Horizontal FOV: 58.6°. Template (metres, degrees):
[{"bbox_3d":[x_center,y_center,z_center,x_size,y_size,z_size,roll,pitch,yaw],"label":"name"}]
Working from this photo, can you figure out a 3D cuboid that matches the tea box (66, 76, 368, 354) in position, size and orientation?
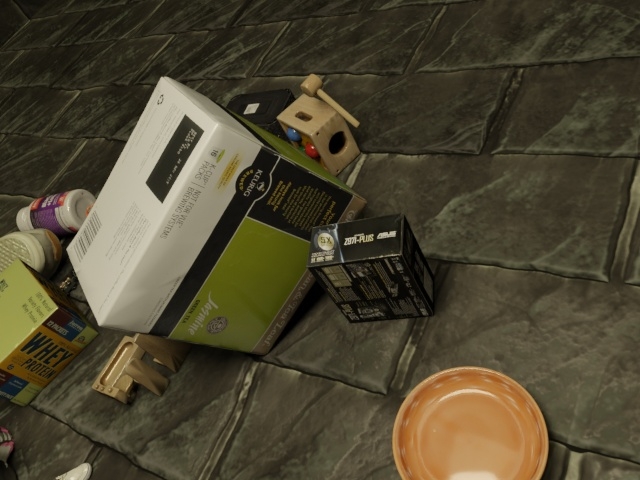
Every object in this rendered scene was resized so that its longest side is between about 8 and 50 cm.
[{"bbox_3d":[-0.164,-0.024,0.922,0.329,0.324,0.220,-56,45,10],"label":"tea box"}]

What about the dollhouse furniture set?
[{"bbox_3d":[-0.356,0.209,1.037,0.151,0.123,0.144,9,58,34],"label":"dollhouse furniture set"}]

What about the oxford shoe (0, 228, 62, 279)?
[{"bbox_3d":[-0.803,0.078,1.401,0.450,0.169,0.130,-18,7,25],"label":"oxford shoe"}]

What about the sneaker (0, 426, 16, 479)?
[{"bbox_3d":[-0.621,0.417,1.051,0.077,0.072,0.178,-47,40,2],"label":"sneaker"}]

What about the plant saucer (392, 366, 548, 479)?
[{"bbox_3d":[0.195,0.264,0.750,0.200,0.037,0.199,-16,47,18],"label":"plant saucer"}]

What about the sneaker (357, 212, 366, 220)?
[{"bbox_3d":[0.000,0.000,1.042,0.192,0.086,0.064,-41,45,-7],"label":"sneaker"}]

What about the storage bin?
[{"bbox_3d":[-0.143,-0.285,1.362,0.180,0.084,0.122,2,55,29],"label":"storage bin"}]

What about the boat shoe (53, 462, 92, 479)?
[{"bbox_3d":[-0.438,0.416,0.971,0.100,0.035,0.035,-39,45,-5],"label":"boat shoe"}]

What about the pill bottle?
[{"bbox_3d":[-0.669,-0.062,1.447,0.194,0.108,0.108,-9,50,22],"label":"pill bottle"}]

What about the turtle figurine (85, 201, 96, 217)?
[{"bbox_3d":[-0.374,-0.049,1.292,0.270,0.087,0.217,32,68,19],"label":"turtle figurine"}]

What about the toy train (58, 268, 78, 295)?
[{"bbox_3d":[-0.593,0.111,1.317,0.036,0.027,0.158,17,63,40],"label":"toy train"}]

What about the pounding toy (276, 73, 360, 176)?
[{"bbox_3d":[-0.006,-0.229,1.153,0.094,0.206,0.181,-44,46,-10],"label":"pounding toy"}]

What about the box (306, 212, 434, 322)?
[{"bbox_3d":[0.084,0.049,0.889,0.148,0.180,0.077,-9,51,23],"label":"box"}]

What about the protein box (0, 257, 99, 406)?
[{"bbox_3d":[-0.615,0.186,1.171,0.200,0.136,0.201,35,75,33],"label":"protein box"}]
